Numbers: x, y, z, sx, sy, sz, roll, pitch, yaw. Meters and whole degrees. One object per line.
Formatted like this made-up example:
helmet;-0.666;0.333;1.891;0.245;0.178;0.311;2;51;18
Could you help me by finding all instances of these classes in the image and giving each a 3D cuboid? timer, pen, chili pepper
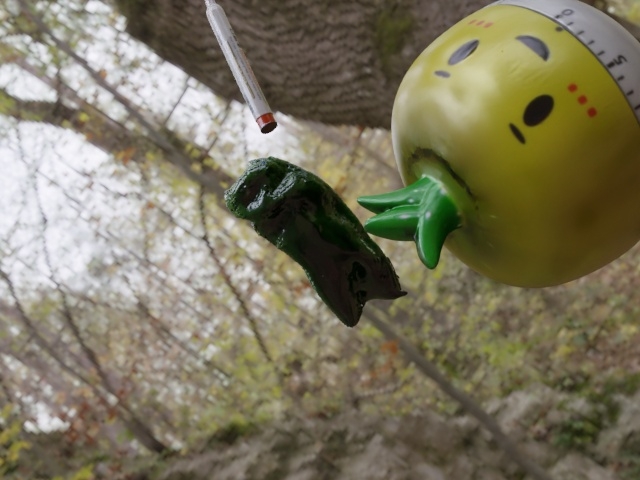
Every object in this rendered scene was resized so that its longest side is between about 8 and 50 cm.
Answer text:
timer;0.156;-0.064;1.063;0.285;0.285;0.285;-46;-23;-26
pen;-0.108;-0.234;1.518;0.026;0.218;0.026;-23;-18;-8
chili pepper;0.000;0.000;1.246;0.098;0.224;0.061;-48;13;-5
